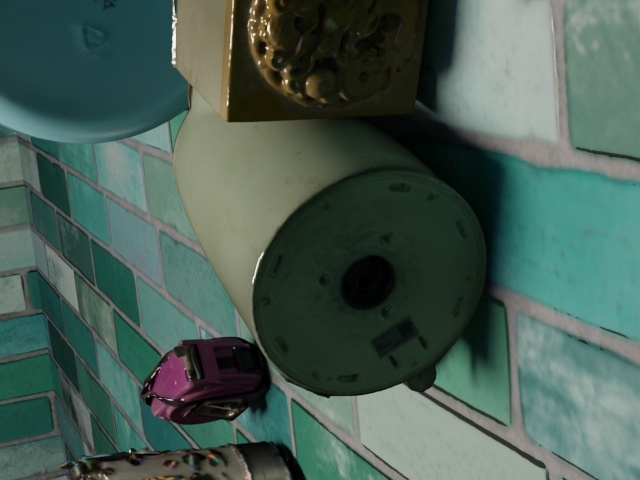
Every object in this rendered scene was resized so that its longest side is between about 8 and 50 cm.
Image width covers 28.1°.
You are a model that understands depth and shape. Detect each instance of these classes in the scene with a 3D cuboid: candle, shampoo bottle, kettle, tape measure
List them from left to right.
[{"bbox_3d":[-0.268,-0.267,1.244,0.343,0.331,0.331,-157,59,-64],"label":"shampoo bottle"},{"bbox_3d":[-0.177,0.304,1.304,0.187,0.330,0.187,178,90,-71],"label":"candle"},{"bbox_3d":[-0.124,0.152,1.364,0.118,0.125,0.074,-46,52,47],"label":"tape measure"},{"bbox_3d":[0.000,0.000,0.935,0.240,0.165,0.255,58,174,-33],"label":"kettle"}]

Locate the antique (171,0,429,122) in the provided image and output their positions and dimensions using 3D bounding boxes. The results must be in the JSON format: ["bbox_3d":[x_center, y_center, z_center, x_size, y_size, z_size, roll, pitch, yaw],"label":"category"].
[{"bbox_3d":[-0.011,-0.167,0.863,0.148,0.147,0.152,-130,40,-55],"label":"antique"}]
